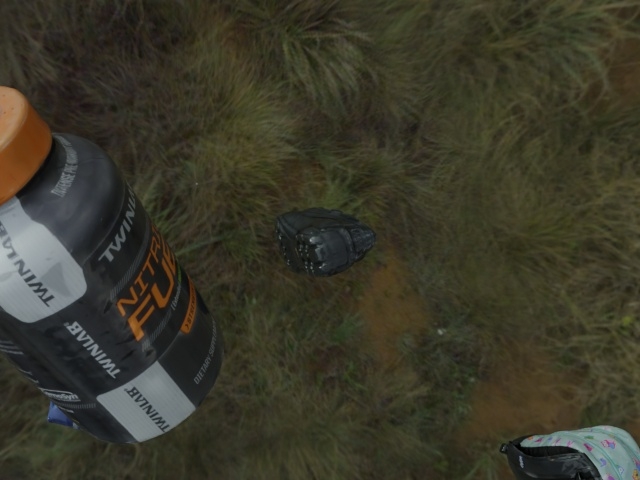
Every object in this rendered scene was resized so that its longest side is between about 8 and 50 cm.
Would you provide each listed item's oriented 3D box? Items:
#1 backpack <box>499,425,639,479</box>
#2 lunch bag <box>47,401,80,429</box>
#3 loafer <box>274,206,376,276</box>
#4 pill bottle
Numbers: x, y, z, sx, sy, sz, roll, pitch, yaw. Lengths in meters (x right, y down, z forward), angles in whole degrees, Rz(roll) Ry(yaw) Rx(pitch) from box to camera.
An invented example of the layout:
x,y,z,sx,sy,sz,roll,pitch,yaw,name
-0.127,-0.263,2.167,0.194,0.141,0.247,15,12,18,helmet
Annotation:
x,y,z,sx,sy,sz,roll,pitch,yaw,name
0.354,0.322,0.996,0.115,0.182,0.152,-22,78,-28,backpack
-0.334,0.221,1.026,0.065,0.098,0.067,17,109,-1,lunch bag
0.000,0.000,0.836,0.078,0.223,0.076,-18,100,-15,loafer
-0.165,0.022,0.472,0.130,0.130,0.246,-30,136,-6,pill bottle
